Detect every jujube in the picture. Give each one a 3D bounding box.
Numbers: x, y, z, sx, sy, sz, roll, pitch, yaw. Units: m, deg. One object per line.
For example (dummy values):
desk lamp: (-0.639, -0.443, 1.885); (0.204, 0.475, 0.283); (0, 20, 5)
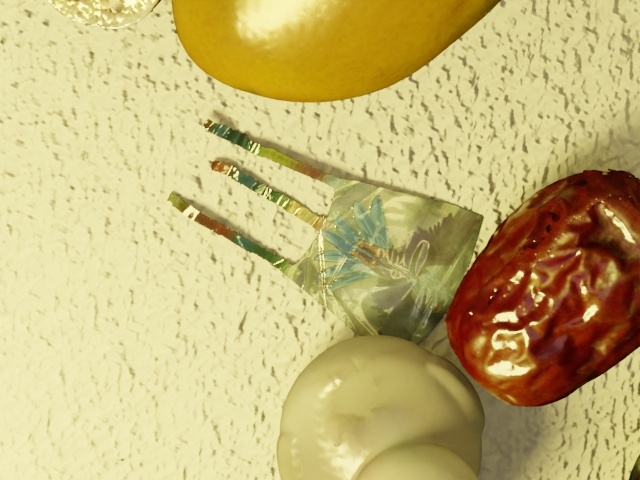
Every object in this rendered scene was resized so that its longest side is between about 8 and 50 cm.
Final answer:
jujube: (0.240, 0.044, 1.709); (0.183, 0.183, 0.243); (40, 106, -14)

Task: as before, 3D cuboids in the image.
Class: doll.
doll: (0.070, 0.219, 1.708); (0.221, 0.221, 0.251); (-24, 105, 0)

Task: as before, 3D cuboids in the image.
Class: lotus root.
lotus root: (-0.200, -0.253, 1.624); (0.122, 0.081, 0.112); (40, 98, -15)

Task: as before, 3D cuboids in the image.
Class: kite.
kite: (0.000, 0.000, 1.745); (0.310, 0.015, 0.169); (22, 101, -12)

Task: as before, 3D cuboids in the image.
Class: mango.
mango: (0.047, -0.309, 1.567); (0.300, 0.232, 0.446); (37, 103, -19)

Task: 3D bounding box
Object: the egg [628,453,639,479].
egg: (0.483, 0.297, 1.730); (0.379, 0.287, 0.288); (23, 100, -6)
